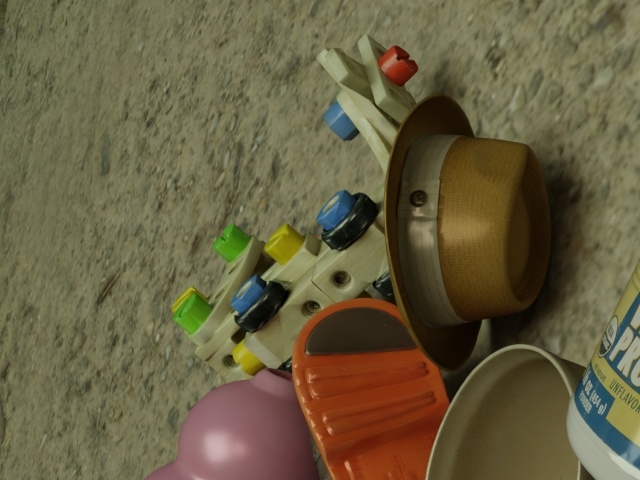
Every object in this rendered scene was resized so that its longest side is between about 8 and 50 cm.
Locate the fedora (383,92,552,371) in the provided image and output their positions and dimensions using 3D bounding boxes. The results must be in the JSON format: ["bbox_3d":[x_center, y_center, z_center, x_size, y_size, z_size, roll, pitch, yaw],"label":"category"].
[{"bbox_3d":[0.109,-0.008,1.112,0.079,0.194,0.194,-4,67,26],"label":"fedora"}]

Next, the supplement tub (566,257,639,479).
[{"bbox_3d":[0.221,0.039,0.795,0.199,0.144,0.144,-68,25,17],"label":"supplement tub"}]

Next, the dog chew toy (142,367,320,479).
[{"bbox_3d":[-0.079,0.259,1.252,0.206,0.207,0.331,28,100,66],"label":"dog chew toy"}]

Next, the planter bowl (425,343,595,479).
[{"bbox_3d":[0.146,0.149,0.940,0.162,0.109,0.162,-44,39,50],"label":"planter bowl"}]

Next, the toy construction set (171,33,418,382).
[{"bbox_3d":[0.000,0.000,1.330,0.327,0.151,0.215,-59,7,24],"label":"toy construction set"}]

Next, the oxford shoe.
[{"bbox_3d":[0.069,0.219,1.105,0.132,0.130,0.363,82,177,-56],"label":"oxford shoe"}]
